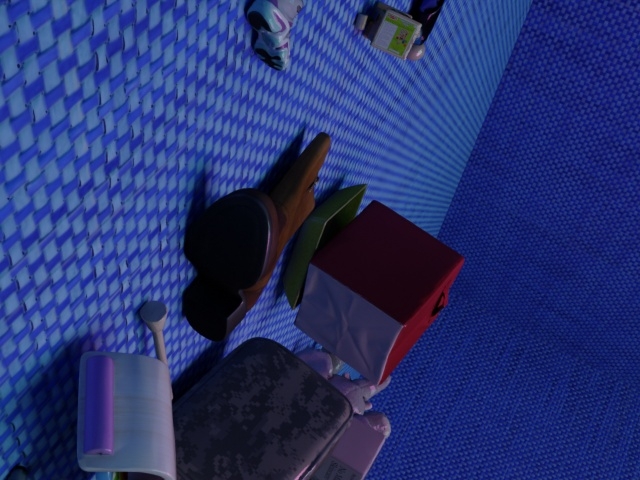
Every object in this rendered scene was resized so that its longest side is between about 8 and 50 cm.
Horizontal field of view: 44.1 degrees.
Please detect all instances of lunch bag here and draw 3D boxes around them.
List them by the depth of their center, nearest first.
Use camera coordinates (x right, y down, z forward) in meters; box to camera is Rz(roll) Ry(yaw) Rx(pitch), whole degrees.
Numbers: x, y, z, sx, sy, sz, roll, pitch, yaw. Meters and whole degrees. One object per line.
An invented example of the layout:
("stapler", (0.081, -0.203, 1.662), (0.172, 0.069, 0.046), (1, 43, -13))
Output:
("lunch bag", (-0.132, 0.328, 1.135), (0.305, 0.213, 0.256), (-42, 163, -50))

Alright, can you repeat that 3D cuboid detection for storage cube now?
("storage cube", (0.092, 0.086, 1.328), (0.193, 0.215, 0.183), (-43, 160, -38))

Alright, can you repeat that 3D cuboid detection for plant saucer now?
("plant saucer", (0.000, 0.000, 1.351), (0.188, 0.045, 0.188), (-42, 157, -56))

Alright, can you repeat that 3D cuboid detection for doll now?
("doll", (0.171, -0.363, 1.253), (0.189, 0.046, 0.129), (113, 2, -49))

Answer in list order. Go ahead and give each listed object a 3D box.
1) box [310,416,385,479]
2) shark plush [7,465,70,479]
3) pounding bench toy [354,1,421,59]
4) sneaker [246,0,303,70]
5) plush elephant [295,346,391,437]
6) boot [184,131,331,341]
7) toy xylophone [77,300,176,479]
("box", (-0.036, 0.326, 1.367), (0.094, 0.275, 0.113), (-49, 162, -44))
("shark plush", (-0.289, 0.279, 0.727), (0.161, 0.067, 0.073), (-48, 162, -48))
("pounding bench toy", (0.081, -0.287, 1.055), (0.065, 0.083, 0.052), (-108, -140, -62))
("sneaker", (-0.035, -0.213, 0.763), (0.069, 0.038, 0.098), (-57, 167, -17))
("plush elephant", (0.041, 0.362, 1.786), (0.330, 0.271, 0.255), (-19, 168, -38))
("boot", (-0.047, -0.038, 0.964), (0.280, 0.096, 0.264), (-53, 165, -38))
("toy xylophone", (-0.194, 0.216, 0.832), (0.236, 0.081, 0.322), (-103, -165, -46))
